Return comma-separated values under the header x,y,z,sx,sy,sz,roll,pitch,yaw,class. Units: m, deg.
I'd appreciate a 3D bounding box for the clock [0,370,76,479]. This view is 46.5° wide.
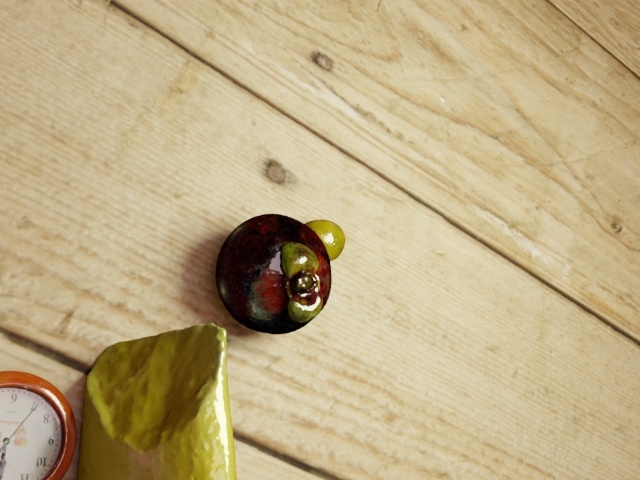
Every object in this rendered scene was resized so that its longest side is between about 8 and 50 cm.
x,y,z,sx,sy,sz,roll,pitch,yaw,class
-0.466,0.297,1.102,0.205,0.051,0.205,8,75,-31,clock

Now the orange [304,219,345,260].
x,y,z,sx,sy,sz,roll,pitch,yaw,class
0.000,0.000,1.431,0.095,0.085,0.085,21,68,-29,orange

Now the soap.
x,y,z,sx,sy,sz,roll,pitch,yaw,class
-0.248,0.339,1.088,0.115,0.306,0.427,25,56,-57,soap

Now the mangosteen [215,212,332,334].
x,y,z,sx,sy,sz,roll,pitch,yaw,class
-0.076,0.053,1.301,0.216,0.216,0.216,8,75,-29,mangosteen
